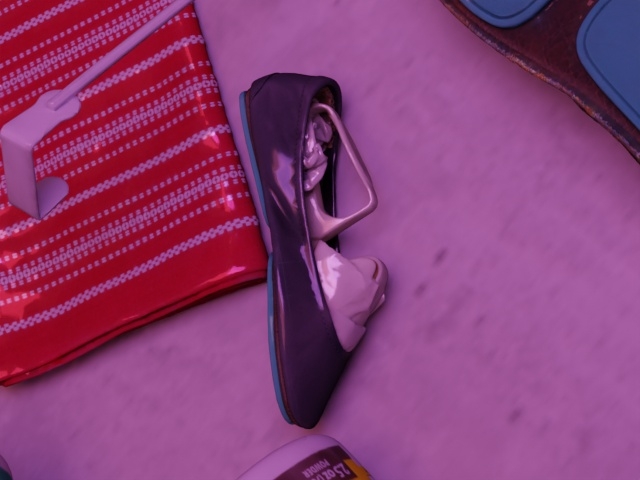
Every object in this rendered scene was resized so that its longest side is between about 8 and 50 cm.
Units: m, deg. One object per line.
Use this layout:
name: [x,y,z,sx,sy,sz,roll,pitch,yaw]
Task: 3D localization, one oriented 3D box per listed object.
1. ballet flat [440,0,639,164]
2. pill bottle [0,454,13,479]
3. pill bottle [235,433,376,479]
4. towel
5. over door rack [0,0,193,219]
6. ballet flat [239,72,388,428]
ballet flat: [0.149,-0.123,0.764,0.123,0.123,0.348,-43,68,9]
pill bottle: [-0.217,0.296,0.758,0.204,0.204,0.361,-28,63,14]
pill bottle: [0.031,0.210,0.756,0.117,0.117,0.215,-48,70,8]
towel: [-0.154,-0.067,0.910,0.198,0.031,0.275,-22,75,15]
over door rack: [-0.150,-0.197,0.826,0.239,0.108,0.324,28,64,22]
ballet flat: [0.000,0.000,0.825,0.074,0.074,0.203,-12,76,18]
